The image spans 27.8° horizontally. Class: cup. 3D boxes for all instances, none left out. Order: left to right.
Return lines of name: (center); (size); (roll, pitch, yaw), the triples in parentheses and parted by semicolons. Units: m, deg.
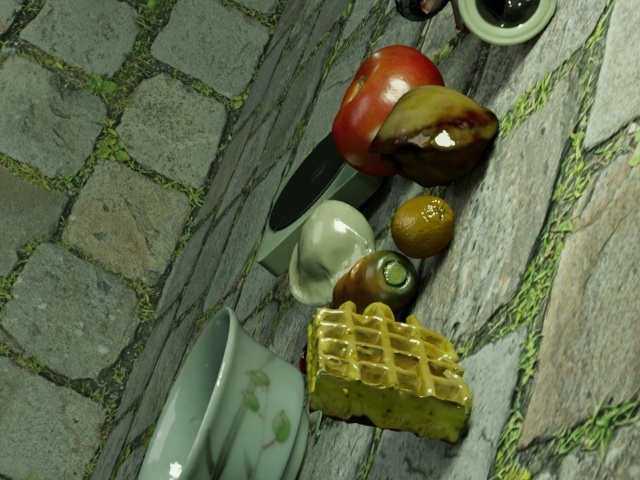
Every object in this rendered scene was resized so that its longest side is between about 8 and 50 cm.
cup: (-0.121, 0.277, 1.741); (0.347, 0.163, 0.347); (-157, 90, -79)

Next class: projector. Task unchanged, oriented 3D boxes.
projector: (0.017, -0.087, 2.090); (0.259, 0.079, 0.257); (-41, 19, 30)

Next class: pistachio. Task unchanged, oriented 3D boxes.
pistachio: (0.145, -0.127, 1.629); (0.165, 0.131, 0.210); (-23, 12, -5)

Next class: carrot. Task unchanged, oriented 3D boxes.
carrot: (0.063, 0.067, 1.647); (0.087, 0.087, 0.193); (-68, 9, -20)

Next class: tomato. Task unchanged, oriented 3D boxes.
tomato: (0.103, -0.183, 1.857); (0.195, 0.136, 0.195); (-56, 13, 20)

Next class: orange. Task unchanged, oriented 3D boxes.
orange: (0.125, -0.017, 1.570); (0.085, 0.085, 0.085); (-58, 14, 23)

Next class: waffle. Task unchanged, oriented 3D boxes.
waffle: (0.067, 0.124, 1.342); (0.211, 0.160, 0.055); (-91, 15, -69)

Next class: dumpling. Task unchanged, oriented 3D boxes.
dumpling: (0.009, 0.021, 1.856); (0.155, 0.111, 0.181); (-50, 5, 0)

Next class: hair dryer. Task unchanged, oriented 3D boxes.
hair dryer: (0.301, -0.426, 1.645); (0.362, 0.128, 0.203); (-50, 16, 19)

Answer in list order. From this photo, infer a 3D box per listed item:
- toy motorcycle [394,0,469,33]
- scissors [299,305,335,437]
toy motorcycle: (0.223, -0.425, 1.837); (0.089, 0.171, 0.298); (57, 132, 33)
scissors: (0.011, 0.172, 1.785); (0.144, 0.017, 0.248); (-59, 15, 22)
